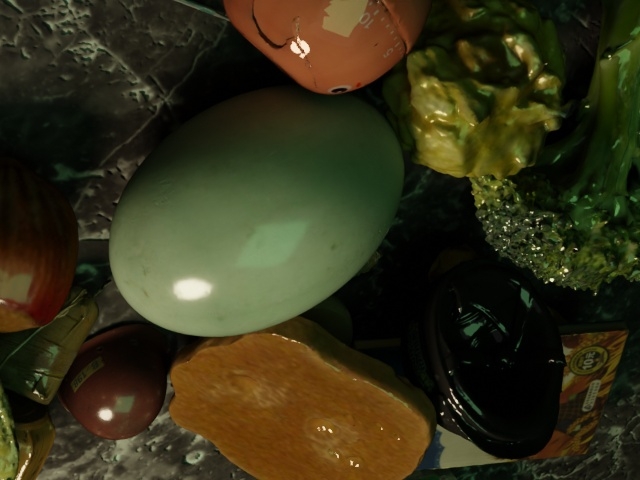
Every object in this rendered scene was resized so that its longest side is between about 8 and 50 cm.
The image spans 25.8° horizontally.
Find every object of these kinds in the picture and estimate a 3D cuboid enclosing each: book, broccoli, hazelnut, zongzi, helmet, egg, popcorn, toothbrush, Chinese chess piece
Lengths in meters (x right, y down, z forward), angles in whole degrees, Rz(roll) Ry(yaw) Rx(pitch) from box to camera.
[{"bbox_3d":[0.240,0.245,2.153,0.428,0.039,0.300,-4,134,-11],"label":"book"},{"bbox_3d":[0.352,-0.120,1.889,0.397,0.275,0.353,88,27,-43],"label":"broccoli"},{"bbox_3d":[-0.396,0.009,1.682,0.210,0.210,0.186,-8,153,-19],"label":"hazelnut"},{"bbox_3d":[-0.389,0.096,1.823,0.178,0.081,0.189,27,83,4],"label":"zongzi"},{"bbox_3d":[-0.267,0.207,1.918,0.175,0.106,0.155,-40,130,1],"label":"helmet"},{"bbox_3d":[-0.077,-0.038,1.714,0.389,0.276,0.276,-32,130,-7],"label":"egg"},{"bbox_3d":[0.199,-0.192,1.753,0.249,0.225,0.249,-34,146,-26],"label":"popcorn"},{"bbox_3d":[0.209,0.171,1.939,0.231,0.278,0.160,3,165,-35],"label":"helmet"},{"bbox_3d":[-0.142,-0.283,1.683,0.167,0.011,0.014,16,110,-32],"label":"toothbrush"},{"bbox_3d":[-0.025,0.132,2.004,0.144,0.058,0.144,-11,126,-15],"label":"Chinese chess piece"}]

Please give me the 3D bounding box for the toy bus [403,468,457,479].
[{"bbox_3d":[0.112,0.468,2.253,0.276,0.133,0.164,-18,129,-12],"label":"toy bus"}]

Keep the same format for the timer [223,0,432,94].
[{"bbox_3d":[0.009,-0.285,1.608,0.215,0.229,0.229,-42,130,1],"label":"timer"}]

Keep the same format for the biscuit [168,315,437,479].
[{"bbox_3d":[-0.028,0.233,1.933,0.365,0.062,0.385,33,142,-17],"label":"biscuit"}]

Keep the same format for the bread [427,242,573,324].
[{"bbox_3d":[0.293,0.109,2.117,0.367,0.077,0.084,33,104,-38],"label":"bread"}]

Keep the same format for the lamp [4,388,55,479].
[{"bbox_3d":[-0.444,0.275,1.855,0.161,0.161,0.185,14,116,-31],"label":"lamp"}]

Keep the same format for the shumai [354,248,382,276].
[{"bbox_3d":[-0.002,-0.001,1.885,0.146,0.145,0.116,-19,110,-11],"label":"shumai"}]

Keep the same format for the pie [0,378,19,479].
[{"bbox_3d":[-0.506,0.230,1.735,0.070,0.323,0.323,-40,153,-58],"label":"pie"}]
